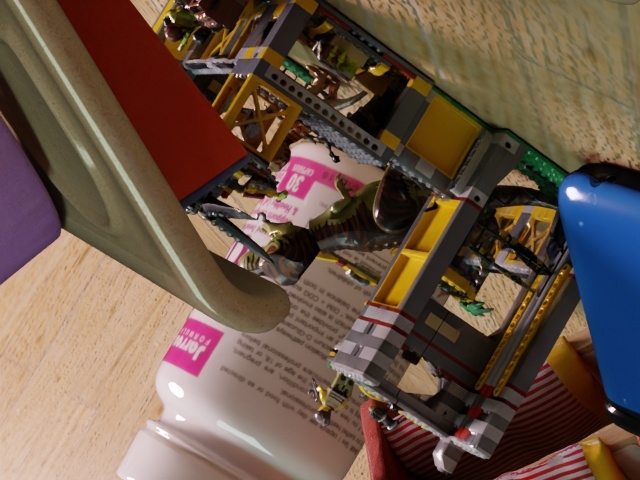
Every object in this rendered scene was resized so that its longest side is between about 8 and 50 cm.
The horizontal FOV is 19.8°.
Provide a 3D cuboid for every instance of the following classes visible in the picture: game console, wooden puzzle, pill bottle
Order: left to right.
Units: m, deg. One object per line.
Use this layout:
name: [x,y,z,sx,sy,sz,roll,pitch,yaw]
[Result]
wooden puzzle: [-0.157,-0.130,0.819,0.348,0.080,0.322,55,166,-24]
pill bottle: [-0.021,0.084,1.347,0.160,0.283,0.160,30,171,5]
game console: [0.301,0.061,0.970,0.293,0.173,0.250,20,136,50]

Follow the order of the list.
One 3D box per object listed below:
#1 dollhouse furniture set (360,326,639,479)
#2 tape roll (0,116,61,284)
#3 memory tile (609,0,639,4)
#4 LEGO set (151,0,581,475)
dollhouse furniture set: [0.217,0.197,1.267,0.374,0.201,0.152,36,-147,-44]
tape roll: [-0.244,-0.081,0.872,0.275,0.090,0.275,45,166,15]
memory tile: [0.054,-0.138,0.703,0.148,0.012,0.113,38,169,-39]
LEGO set: [0.000,0.000,1.087,0.331,0.192,0.255,36,170,-29]
